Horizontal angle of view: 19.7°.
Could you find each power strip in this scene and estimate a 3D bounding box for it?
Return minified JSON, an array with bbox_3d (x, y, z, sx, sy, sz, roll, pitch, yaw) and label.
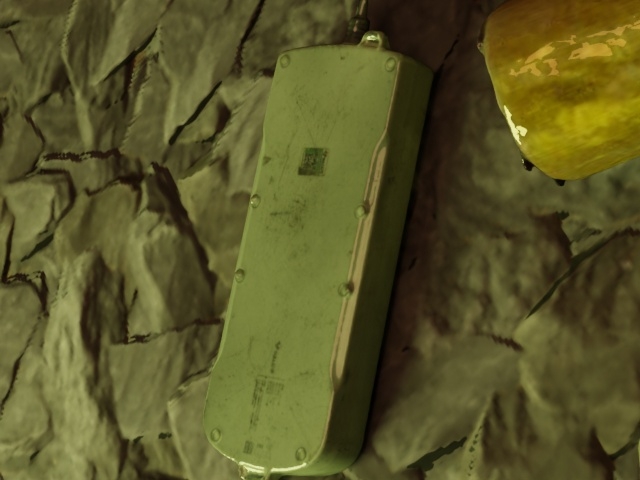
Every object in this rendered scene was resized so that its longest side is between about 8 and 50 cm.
[{"bbox_3d":[0.000,0.000,0.836,0.080,0.029,0.227,7,84,42],"label":"power strip"}]

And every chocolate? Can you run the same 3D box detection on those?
[{"bbox_3d":[0.169,-0.089,0.689,0.219,0.085,0.085,-20,67,34],"label":"chocolate"}]

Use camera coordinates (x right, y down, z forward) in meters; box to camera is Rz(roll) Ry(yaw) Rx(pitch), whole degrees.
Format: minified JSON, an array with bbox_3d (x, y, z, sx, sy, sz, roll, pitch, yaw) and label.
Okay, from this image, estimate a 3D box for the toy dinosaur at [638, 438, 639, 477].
[{"bbox_3d":[0.135,0.154,0.649,0.393,0.092,0.205,4,87,31],"label":"toy dinosaur"}]
